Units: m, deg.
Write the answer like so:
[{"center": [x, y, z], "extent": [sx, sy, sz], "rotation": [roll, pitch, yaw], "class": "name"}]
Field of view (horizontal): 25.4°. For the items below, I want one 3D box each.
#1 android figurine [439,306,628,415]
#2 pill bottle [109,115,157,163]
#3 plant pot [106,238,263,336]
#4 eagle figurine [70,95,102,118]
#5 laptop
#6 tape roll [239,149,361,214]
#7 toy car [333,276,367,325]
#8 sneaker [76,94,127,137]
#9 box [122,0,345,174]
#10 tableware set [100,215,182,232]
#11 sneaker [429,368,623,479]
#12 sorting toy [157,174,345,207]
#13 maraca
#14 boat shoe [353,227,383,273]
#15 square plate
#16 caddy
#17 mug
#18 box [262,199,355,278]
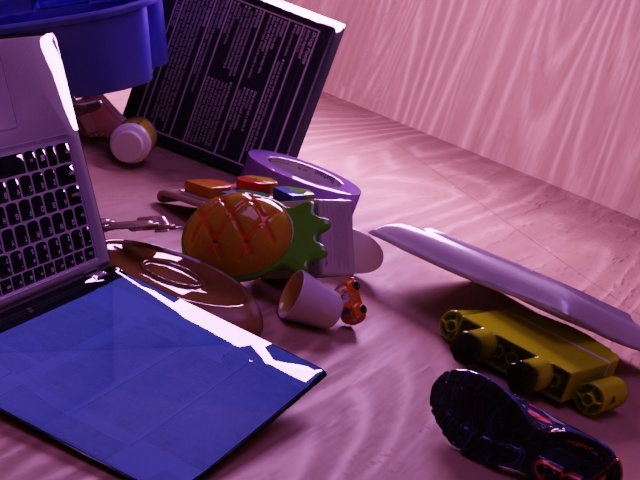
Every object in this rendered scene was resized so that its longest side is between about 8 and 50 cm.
[{"center": [0.280, 0.148, 1.836], "extent": [0.248, 0.056, 0.273], "rotation": [27, 14, 28], "class": "android figurine"}, {"center": [-0.291, -0.153, 2.196], "extent": [0.065, 0.065, 0.116], "rotation": [19, 13, -4], "class": "pill bottle"}, {"center": [-0.171, 0.049, 1.604], "extent": [0.236, 0.032, 0.236], "rotation": [19, 12, -4], "class": "plant pot"}, {"center": [-0.391, -0.112, 1.668], "extent": [0.226, 0.298, 0.225], "rotation": [52, 46, -17], "class": "eagle figurine"}, {"center": [-0.204, -0.006, 1.296], "extent": [0.236, 0.408, 0.382], "rotation": [-10, 7, 20], "class": "laptop"}, {"center": [-0.037, -0.072, 2.217], "extent": [0.189, 0.080, 0.189], "rotation": [20, 12, -4], "class": "tape roll"}, {"center": [0.006, 0.079, 1.778], "extent": [0.040, 0.060, 0.122], "rotation": [-5, -1, -39], "class": "toy car"}, {"center": [-0.345, -0.180, 2.286], "extent": [0.134, 0.070, 0.051], "rotation": [47, -13, -32], "class": "sneaker"}, {"center": [-0.147, -0.282, 2.443], "extent": [0.294, 0.296, 0.183], "rotation": [22, 12, 4], "class": "box"}, {"center": [-0.247, -0.013, 1.656], "extent": [0.168, 0.020, 0.141], "rotation": [-2, 5, 18], "class": "tableware set"}, {"center": [0.211, 0.206, 1.468], "extent": [0.221, 0.083, 0.087], "rotation": [31, 2, 20], "class": "sneaker"}, {"center": [-0.097, -0.063, 2.012], "extent": [0.208, 0.038, 0.193], "rotation": [12, 14, 42], "class": "sorting toy"}, {"center": [-0.081, -0.004, 1.749], "extent": [0.185, 0.127, 0.099], "rotation": [1, -30, 9], "class": "maraca"}, {"center": [0.000, 0.000, 2.029], "extent": [0.184, 0.066, 0.063], "rotation": [10, 14, -2], "class": "boat shoe"}, {"center": [0.290, 0.064, 2.044], "extent": [0.347, 0.049, 0.344], "rotation": [24, 2, 37], "class": "square plate"}, {"center": [-0.401, -0.336, 2.258], "extent": [0.341, 0.179, 0.241], "rotation": [-6, 21, 10], "class": "caddy"}, {"center": [-0.009, 0.071, 1.699], "extent": [0.064, 0.062, 0.078], "rotation": [24, 29, -19], "class": "mug"}, {"center": [-0.019, -0.002, 1.829], "extent": [0.101, 0.102, 0.087], "rotation": [-3, -2, 32], "class": "box"}]
